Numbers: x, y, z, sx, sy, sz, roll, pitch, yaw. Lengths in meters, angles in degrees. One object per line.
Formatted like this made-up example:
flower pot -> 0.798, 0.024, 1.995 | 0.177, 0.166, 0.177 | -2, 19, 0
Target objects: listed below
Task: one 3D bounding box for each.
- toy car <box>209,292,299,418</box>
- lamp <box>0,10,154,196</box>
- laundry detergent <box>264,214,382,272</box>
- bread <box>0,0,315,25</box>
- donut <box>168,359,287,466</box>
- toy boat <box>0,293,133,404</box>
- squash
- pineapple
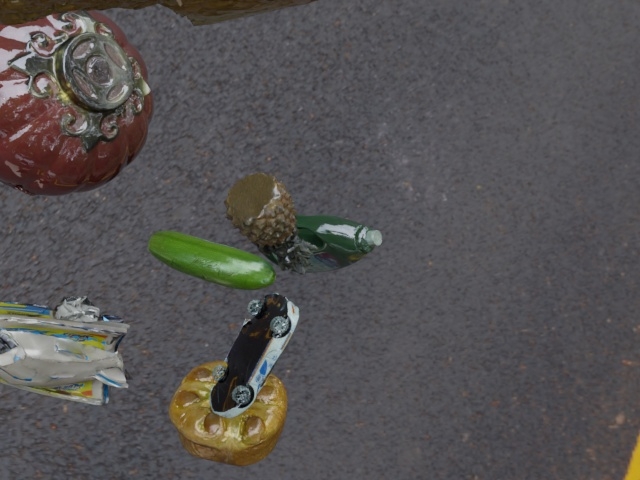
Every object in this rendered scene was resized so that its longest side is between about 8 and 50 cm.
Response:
toy car -> -0.101, 0.175, 1.121 | 0.056, 0.095, 0.205 | 29, 88, -34
lamp -> -0.397, -0.216, 1.098 | 0.303, 0.257, 0.303 | 14, 70, -46
laundry detergent -> 0.000, 0.000, 1.140 | 0.137, 0.211, 0.063 | 40, 59, -35
bread -> 0.000, -0.180, 0.363 | 0.380, 0.185, 0.109 | -9, 93, 11
donut -> -0.172, 0.326, 1.416 | 0.226, 0.226, 0.114 | -28, 135, -34
toy boat -> -0.244, 0.074, 0.546 | 0.210, 0.084, 0.066 | 10, 38, -19
squash -> -0.230, 0.041, 1.508 | 0.292, 0.082, 0.082 | 16, 63, 16
pineapple -> -0.048, -0.010, 0.824 | 0.159, 0.074, 0.074 | 60, 44, -57
